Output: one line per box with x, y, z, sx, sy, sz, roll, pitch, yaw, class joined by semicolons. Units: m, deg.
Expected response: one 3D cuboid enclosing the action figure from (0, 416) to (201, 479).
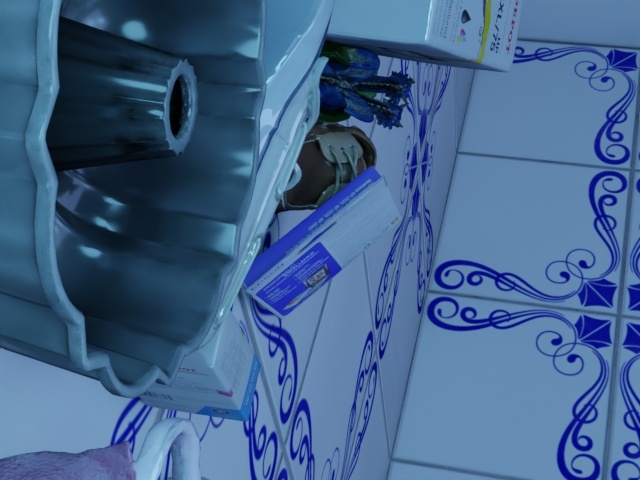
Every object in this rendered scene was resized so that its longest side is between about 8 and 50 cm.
-0.152;0.253;0.551;0.370;0.276;0.248;-171;-111;-76;action figure

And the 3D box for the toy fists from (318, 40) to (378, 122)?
0.038;-0.300;1.515;0.142;0.096;0.279;-66;158;-53;toy fists

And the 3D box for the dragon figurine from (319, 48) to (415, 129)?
0.023;-0.191;1.377;0.289;0.144;0.085;2;97;-71;dragon figurine

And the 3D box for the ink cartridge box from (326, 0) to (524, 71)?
0.105;-0.316;1.311;0.270;0.197;0.198;-3;104;-61;ink cartridge box

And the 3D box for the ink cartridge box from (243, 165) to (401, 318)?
0.000;0.000;1.351;0.206;0.045;0.208;-39;165;-1;ink cartridge box

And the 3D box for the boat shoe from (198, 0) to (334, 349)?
-0.065;-0.080;0.888;0.156;0.136;0.367;54;49;-70;boat shoe

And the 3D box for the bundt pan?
-0.135;-0.083;0.647;0.331;0.124;0.331;7;90;-76;bundt pan

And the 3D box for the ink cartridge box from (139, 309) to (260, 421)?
-0.124;0.096;0.993;0.181;0.104;0.061;72;27;-62;ink cartridge box

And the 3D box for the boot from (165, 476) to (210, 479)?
-0.144;0.291;1.087;0.190;0.069;0.086;-16;109;-78;boot

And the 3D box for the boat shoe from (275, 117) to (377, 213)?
-0.001;-0.098;1.398;0.324;0.116;0.123;-44;139;-70;boat shoe
